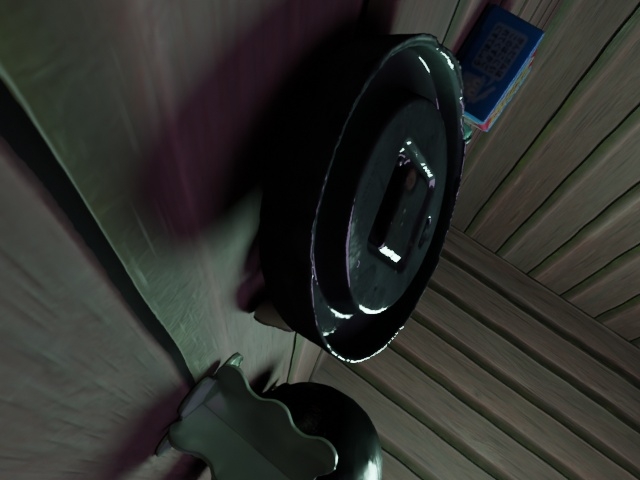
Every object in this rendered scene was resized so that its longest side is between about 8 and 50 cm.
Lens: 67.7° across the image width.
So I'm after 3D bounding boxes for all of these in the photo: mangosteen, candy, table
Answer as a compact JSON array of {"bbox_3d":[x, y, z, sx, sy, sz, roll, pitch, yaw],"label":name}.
[{"bbox_3d":[-0.035,0.537,1.053,0.381,0.436,0.382,-17,-170,3],"label":"mangosteen"},{"bbox_3d":[0.302,-0.289,0.858,0.157,0.100,0.306,-59,169,18],"label":"candy"},{"bbox_3d":[-0.088,0.277,0.635,0.167,0.198,0.166,-51,167,-16],"label":"table"}]

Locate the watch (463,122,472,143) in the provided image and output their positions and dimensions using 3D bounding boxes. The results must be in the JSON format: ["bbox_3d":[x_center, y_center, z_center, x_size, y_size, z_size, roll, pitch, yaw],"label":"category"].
[{"bbox_3d":[0.253,-0.175,1.056,0.237,0.068,0.195,-53,169,-6],"label":"watch"}]

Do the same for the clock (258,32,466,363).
[{"bbox_3d":[0.053,-0.034,0.424,0.280,0.055,0.281,-33,132,-47],"label":"clock"}]

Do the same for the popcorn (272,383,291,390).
[{"bbox_3d":[-0.095,0.461,1.297,0.162,0.135,0.142,26,82,-37],"label":"popcorn"}]

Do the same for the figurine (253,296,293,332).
[{"bbox_3d":[0.023,0.047,0.658,0.250,0.166,0.141,8,94,-63],"label":"figurine"}]
